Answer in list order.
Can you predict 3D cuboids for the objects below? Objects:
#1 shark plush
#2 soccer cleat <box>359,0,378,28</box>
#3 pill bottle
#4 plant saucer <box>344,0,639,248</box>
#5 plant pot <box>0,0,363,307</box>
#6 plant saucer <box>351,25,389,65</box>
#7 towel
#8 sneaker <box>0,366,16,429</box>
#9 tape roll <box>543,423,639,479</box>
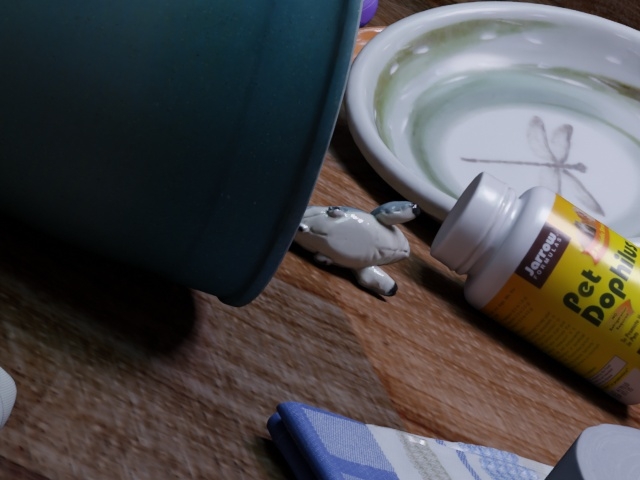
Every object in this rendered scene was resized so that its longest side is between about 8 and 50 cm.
[{"bbox_3d":[0.000,0.000,1.416,0.161,0.073,0.067,2,9,-26],"label":"shark plush"},{"bbox_3d":[-0.037,-0.257,1.990,0.318,0.108,0.116,13,43,-52],"label":"soccer cleat"},{"bbox_3d":[0.201,0.035,1.536,0.215,0.117,0.117,32,16,-4],"label":"pill bottle"},{"bbox_3d":[0.215,-0.084,1.782,0.400,0.100,0.400,7,38,-5],"label":"plant saucer"},{"bbox_3d":[-0.136,-0.122,1.101,0.255,0.271,0.271,15,21,-15],"label":"plant pot"},{"bbox_3d":[0.102,-0.187,2.019,0.200,0.037,0.200,3,23,-2],"label":"plant saucer"},{"bbox_3d":[0.113,0.188,1.066,0.285,0.034,0.209,19,24,-38],"label":"towel"},{"bbox_3d":[-0.239,0.010,0.804,0.262,0.099,0.121,46,10,13],"label":"sneaker"},{"bbox_3d":[0.213,0.200,1.041,0.219,0.072,0.219,31,19,-12],"label":"tape roll"}]
